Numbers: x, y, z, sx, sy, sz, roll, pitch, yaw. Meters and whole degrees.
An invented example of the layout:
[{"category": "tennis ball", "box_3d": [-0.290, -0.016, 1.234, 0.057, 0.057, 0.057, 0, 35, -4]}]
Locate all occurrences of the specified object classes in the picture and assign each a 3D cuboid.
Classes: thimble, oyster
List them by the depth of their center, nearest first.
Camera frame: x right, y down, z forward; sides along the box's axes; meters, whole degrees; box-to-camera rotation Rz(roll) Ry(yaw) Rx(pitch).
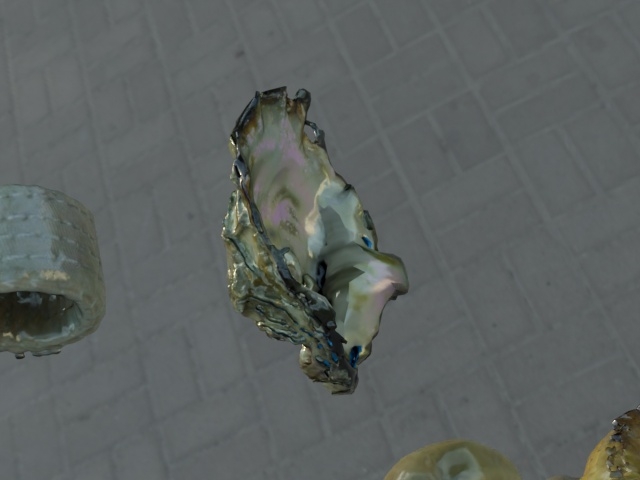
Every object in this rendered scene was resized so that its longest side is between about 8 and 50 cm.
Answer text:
[{"category": "thimble", "box_3d": [-0.213, 0.023, 0.846, 0.115, 0.102, 0.090, -1, 56, -20]}, {"category": "oyster", "box_3d": [-0.008, 0.001, 0.977, 0.092, 0.260, 0.198, -26, 4, 30]}]

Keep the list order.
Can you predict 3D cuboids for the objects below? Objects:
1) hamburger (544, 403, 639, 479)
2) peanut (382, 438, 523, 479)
[{"category": "hamburger", "box_3d": [0.207, 0.220, 0.505, 0.174, 0.304, 0.284, -44, 13, 28]}, {"category": "peanut", "box_3d": [0.036, 0.281, 0.915, 0.313, 0.149, 0.149, -42, 47, 0]}]
